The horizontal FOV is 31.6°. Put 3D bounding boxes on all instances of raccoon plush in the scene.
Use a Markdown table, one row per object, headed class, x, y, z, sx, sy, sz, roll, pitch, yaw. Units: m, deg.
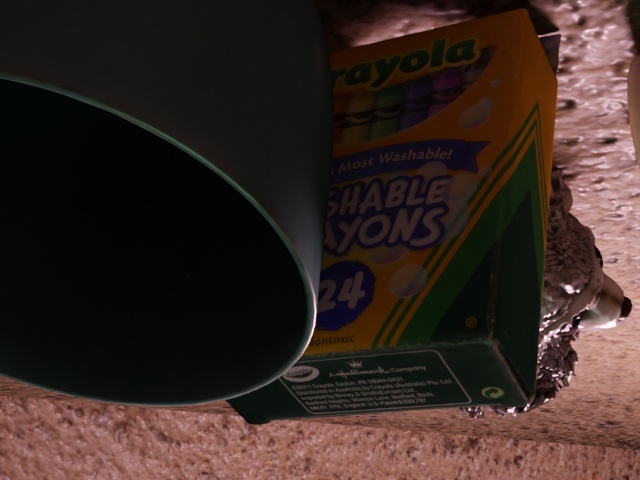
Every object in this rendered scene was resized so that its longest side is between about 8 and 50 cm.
| class | x | y | z | sx | sy | sz | roll | pitch | yaw |
| --- | --- | --- | --- | --- | --- | --- | --- | --- | --- |
| raccoon plush | 0.112 | 0.060 | 1.251 | 0.446 | 0.216 | 0.299 | -4 | 154 | 15 |

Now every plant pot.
| class | x | y | z | sx | sy | sz | roll | pitch | yaw |
| --- | --- | --- | --- | --- | --- | --- | --- | --- | --- |
| plant pot | -0.123 | -0.077 | 0.663 | 0.293 | 0.235 | 0.293 | 9 | 143 | 7 |

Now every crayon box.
| class | x | y | z | sx | sy | sz | roll | pitch | yaw |
| --- | --- | --- | --- | --- | --- | --- | --- | --- | --- |
| crayon box | 0.050 | -0.039 | 0.783 | 0.203 | 0.323 | 0.083 | -9 | 139 | 27 |

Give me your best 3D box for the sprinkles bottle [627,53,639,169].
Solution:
| class | x | y | z | sx | sy | sz | roll | pitch | yaw |
| --- | --- | --- | --- | --- | --- | --- | --- | --- | --- |
| sprinkles bottle | 0.406 | -0.110 | 0.799 | 0.355 | 0.121 | 0.121 | -9 | 160 | 28 |
